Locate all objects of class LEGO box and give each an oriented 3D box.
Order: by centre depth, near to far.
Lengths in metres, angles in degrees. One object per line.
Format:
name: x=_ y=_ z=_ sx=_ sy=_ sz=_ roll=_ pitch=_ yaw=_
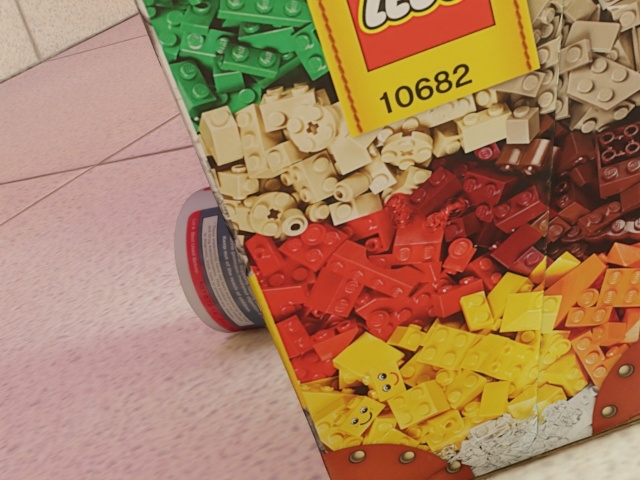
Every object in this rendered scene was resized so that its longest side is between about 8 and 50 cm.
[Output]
LEGO box: x=0.001 y=-0.165 z=0.749 sx=0.193 sy=0.372 sz=0.500 roll=-20 pitch=37 yaw=-1

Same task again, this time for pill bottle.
pill bottle: x=0.000 y=0.000 z=0.945 sx=0.180 sy=0.108 sz=0.108 roll=-11 pitch=19 yaw=27
